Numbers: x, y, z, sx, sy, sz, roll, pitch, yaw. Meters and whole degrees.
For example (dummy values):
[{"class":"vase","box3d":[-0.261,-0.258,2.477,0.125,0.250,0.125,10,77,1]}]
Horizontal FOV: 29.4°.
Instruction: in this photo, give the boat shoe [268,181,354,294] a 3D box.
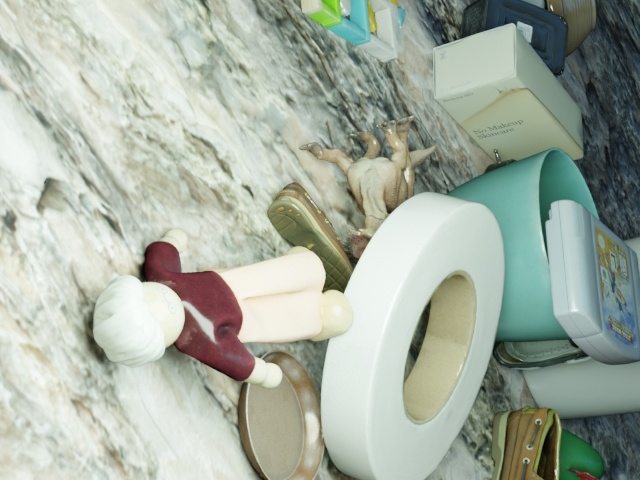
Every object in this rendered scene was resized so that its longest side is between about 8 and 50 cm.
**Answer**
[{"class":"boat shoe","box3d":[-0.001,0.000,1.577,0.178,0.064,0.060,56,37,-28]}]

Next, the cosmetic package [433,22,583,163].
[{"class":"cosmetic package","box3d":[0.339,-0.243,2.174,0.309,0.160,0.113,34,50,-49]}]

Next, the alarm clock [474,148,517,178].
[{"class":"alarm clock","box3d":[0.345,-0.067,2.206,0.192,0.064,0.129,45,42,-40]}]

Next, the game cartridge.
[{"class":"game cartridge","box3d":[0.415,0.077,1.801,0.297,0.062,0.198,28,50,-53]}]

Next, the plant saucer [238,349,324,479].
[{"class":"plant saucer","box3d":[-0.050,0.214,1.438,0.168,0.029,0.169,33,51,-53]}]

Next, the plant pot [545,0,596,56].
[{"class":"plant pot","box3d":[0.499,-0.481,2.507,0.237,0.109,0.237,-9,90,-89]}]

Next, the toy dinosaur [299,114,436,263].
[{"class":"toy dinosaur","box3d":[0.086,-0.059,1.698,0.295,0.127,0.200,-23,98,-65]}]

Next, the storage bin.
[{"class":"storage bin","box3d":[0.350,-0.362,2.211,0.180,0.084,0.122,16,73,-24]}]

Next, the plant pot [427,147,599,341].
[{"class":"plant pot","box3d":[0.287,0.025,1.891,0.293,0.235,0.293,30,53,-51]}]

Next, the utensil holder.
[{"class":"utensil holder","box3d":[0.581,0.152,2.196,0.327,0.385,0.328,34,49,-51]}]

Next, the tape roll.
[{"class":"tape roll","box3d":[0.128,0.132,1.578,0.392,0.072,0.392,-38,136,-48]}]

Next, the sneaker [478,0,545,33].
[{"class":"sneaker","box3d":[0.361,-0.448,2.349,0.123,0.105,0.290,53,38,-40]}]

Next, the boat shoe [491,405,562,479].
[{"class":"boat shoe","box3d":[0.333,0.408,1.942,0.110,0.104,0.307,37,48,-49]}]

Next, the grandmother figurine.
[{"class":"grandmother figurine","box3d":[-0.112,0.066,1.295,0.208,0.104,0.342,43,26,23]}]

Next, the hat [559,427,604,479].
[{"class":"hat","box3d":[0.481,0.384,2.128,0.209,0.183,0.173,62,32,-23]}]

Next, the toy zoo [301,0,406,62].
[{"class":"toy zoo","box3d":[0.051,-0.392,1.866,0.293,0.030,0.192,17,64,-57]}]

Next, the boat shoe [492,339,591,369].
[{"class":"boat shoe","box3d":[0.423,0.150,2.007,0.091,0.302,0.114,-24,87,-53]}]
